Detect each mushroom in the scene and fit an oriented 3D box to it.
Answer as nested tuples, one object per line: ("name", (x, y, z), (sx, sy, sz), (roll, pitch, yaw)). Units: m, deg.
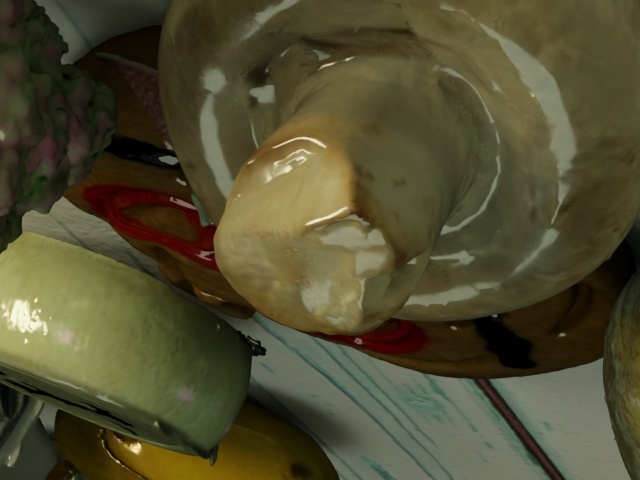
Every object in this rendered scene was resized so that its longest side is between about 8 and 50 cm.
("mushroom", (0.027, -0.043, 0.552), (0.204, 0.204, 0.204), (13, 156, 6))

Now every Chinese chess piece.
("Chinese chess piece", (-0.158, 0.076, 1.029), (0.238, 0.092, 0.238), (21, 164, 6))

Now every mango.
("mango", (-0.106, 0.197, 1.264), (0.262, 0.130, 0.167), (27, 160, -8))

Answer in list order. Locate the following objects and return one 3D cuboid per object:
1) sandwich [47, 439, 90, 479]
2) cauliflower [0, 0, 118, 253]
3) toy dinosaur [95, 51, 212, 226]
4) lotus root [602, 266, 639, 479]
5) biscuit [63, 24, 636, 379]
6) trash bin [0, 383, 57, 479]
("sandwich", (-0.190, 0.300, 1.579), (0.273, 0.095, 0.249), (2, 153, 26))
("cauliflower", (-0.232, -0.097, 0.652), (0.239, 0.315, 0.256), (-22, 126, -10))
("toy dinosaur", (-0.017, -0.026, 0.699), (0.220, 0.032, 0.108), (32, 137, -12))
("lotus root", (0.236, 0.083, 0.769), (0.175, 0.175, 0.349), (11, 161, 12))
("biscuit", (0.000, 0.001, 0.852), (0.367, 0.063, 0.314), (28, 152, -26))
("trash bin", (-0.381, 0.204, 1.247), (0.256, 0.296, 0.367), (27, 165, 7))
